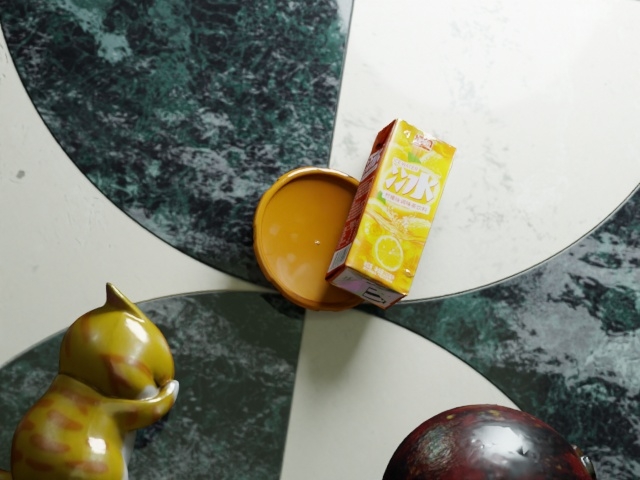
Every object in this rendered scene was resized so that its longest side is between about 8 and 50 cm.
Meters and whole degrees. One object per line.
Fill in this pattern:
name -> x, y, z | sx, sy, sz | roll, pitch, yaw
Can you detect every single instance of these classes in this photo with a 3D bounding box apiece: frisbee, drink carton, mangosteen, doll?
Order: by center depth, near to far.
mangosteen -> 0.186, 0.340, 1.858 | 0.311, 0.311, 0.311 | 2, 76, -8
doll -> -0.267, 0.206, 1.885 | 0.162, 0.167, 0.270 | 30, 71, -2
drink carton -> 0.092, -0.035, 2.021 | 0.096, 0.071, 0.223 | 26, 66, -14
frisbee -> 0.000, 0.000, 2.033 | 0.192, 0.035, 0.192 | 6, 73, -21
